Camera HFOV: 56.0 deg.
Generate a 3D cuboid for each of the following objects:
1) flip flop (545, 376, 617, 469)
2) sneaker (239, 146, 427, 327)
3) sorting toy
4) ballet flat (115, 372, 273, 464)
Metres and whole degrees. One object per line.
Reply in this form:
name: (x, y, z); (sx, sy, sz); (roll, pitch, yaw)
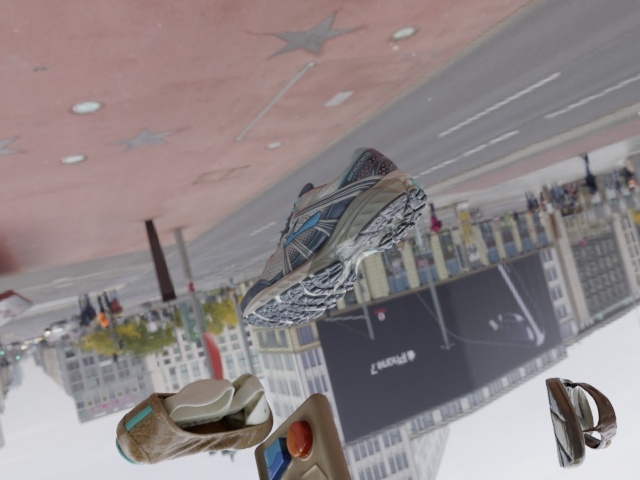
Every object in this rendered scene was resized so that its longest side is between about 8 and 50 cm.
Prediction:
flip flop: (0.365, 0.243, 0.828); (0.080, 0.112, 0.277); (-12, 164, 27)
sneaker: (0.000, 0.000, 0.768); (0.283, 0.122, 0.110); (-42, 147, 13)
sorting toy: (-0.030, 0.459, 1.069); (0.041, 0.307, 0.229); (16, 130, -36)
ballet flat: (-0.164, 0.270, 0.963); (0.124, 0.116, 0.342); (-53, 147, 16)
